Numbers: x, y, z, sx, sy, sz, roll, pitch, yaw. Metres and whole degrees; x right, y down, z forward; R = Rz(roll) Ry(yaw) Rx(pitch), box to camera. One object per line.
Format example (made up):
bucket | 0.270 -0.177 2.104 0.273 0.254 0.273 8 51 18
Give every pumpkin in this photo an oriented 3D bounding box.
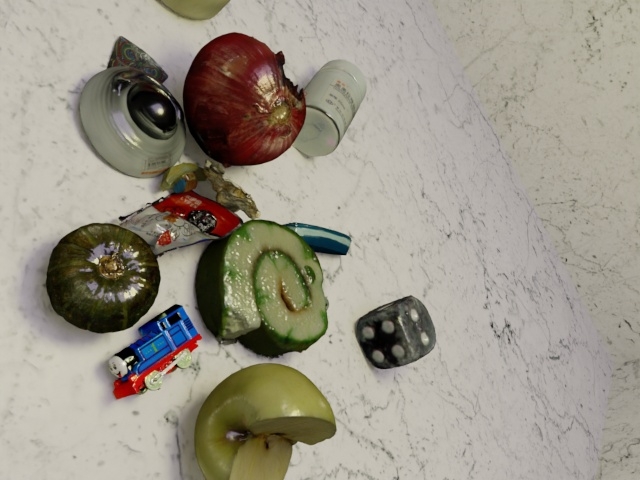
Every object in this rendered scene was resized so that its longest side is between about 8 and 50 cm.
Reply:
pumpkin | -0.429 0.075 1.122 0.223 0.157 0.224 14 57 -23

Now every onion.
onion | -0.199 -0.345 1.472 0.341 0.341 0.342 24 55 -40

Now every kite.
kite | -0.486 -0.380 1.390 0.152 0.015 0.286 39 45 -27

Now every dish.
dish | -0.405 -0.298 1.331 0.273 0.133 0.274 27 54 -45

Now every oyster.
oyster | -0.229 -0.118 1.426 0.081 0.191 0.163 -52 158 -12

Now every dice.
dice | 0.236 0.285 1.753 0.181 0.182 0.183 -21 88 -50

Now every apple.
apple | -0.130 0.401 1.228 0.233 0.295 0.257 42 7 30

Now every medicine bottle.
medicine bottle | 0.024 -0.443 1.860 0.190 0.189 0.332 48 43 -22

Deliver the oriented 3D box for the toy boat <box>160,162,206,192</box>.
toy boat | -0.335 -0.154 1.407 0.066 0.065 0.172 55 28 0

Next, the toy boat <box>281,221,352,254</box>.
toy boat | 0.000 0.000 1.698 0.299 0.096 0.062 12 74 -48

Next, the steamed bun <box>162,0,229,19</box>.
steamed bun | -0.344 -0.729 1.572 0.250 0.200 0.155 2 71 -45

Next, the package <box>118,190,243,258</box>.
package | -0.329 -0.038 1.314 0.194 0.071 0.269 38 31 10

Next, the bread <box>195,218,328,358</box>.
bread | -0.139 0.131 1.444 0.382 0.129 0.367 -38 102 -50

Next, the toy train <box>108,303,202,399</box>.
toy train | -0.352 0.235 1.189 0.204 0.082 0.131 -35 99 -52

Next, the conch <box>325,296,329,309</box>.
conch | -0.009 0.189 1.614 0.056 0.085 0.076 28 74 12
